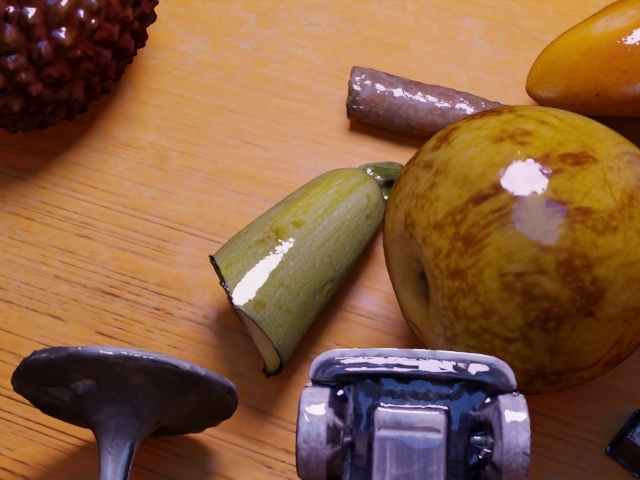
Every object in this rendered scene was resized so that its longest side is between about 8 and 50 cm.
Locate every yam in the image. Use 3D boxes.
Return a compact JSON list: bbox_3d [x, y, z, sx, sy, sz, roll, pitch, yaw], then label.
[{"bbox_3d":[0.173,-0.135,1.038,0.300,0.066,0.066,15,64,11],"label":"yam"}]

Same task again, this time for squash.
[{"bbox_3d":[-0.013,-0.010,0.960,0.137,0.137,0.287,29,62,17],"label":"squash"}]

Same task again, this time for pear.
[{"bbox_3d":[0.195,0.004,0.851,0.281,0.280,0.280,-1,63,3],"label":"pear"}]

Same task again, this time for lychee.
[{"bbox_3d":[-0.331,-0.280,1.017,0.306,0.306,0.330,6,76,6],"label":"lychee"}]

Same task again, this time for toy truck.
[{"bbox_3d":[0.064,0.278,0.706,0.173,0.207,0.387,3,83,5],"label":"toy truck"}]

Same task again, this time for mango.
[{"bbox_3d":[0.355,-0.205,1.005,0.257,0.138,0.187,-21,32,-2],"label":"mango"}]

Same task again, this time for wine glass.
[{"bbox_3d":[-0.184,0.308,0.739,0.267,0.267,0.406,0,57,3],"label":"wine glass"}]

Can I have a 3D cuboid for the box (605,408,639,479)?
[{"bbox_3d":[0.323,0.196,0.857,0.085,0.063,0.060,39,71,19],"label":"box"}]
